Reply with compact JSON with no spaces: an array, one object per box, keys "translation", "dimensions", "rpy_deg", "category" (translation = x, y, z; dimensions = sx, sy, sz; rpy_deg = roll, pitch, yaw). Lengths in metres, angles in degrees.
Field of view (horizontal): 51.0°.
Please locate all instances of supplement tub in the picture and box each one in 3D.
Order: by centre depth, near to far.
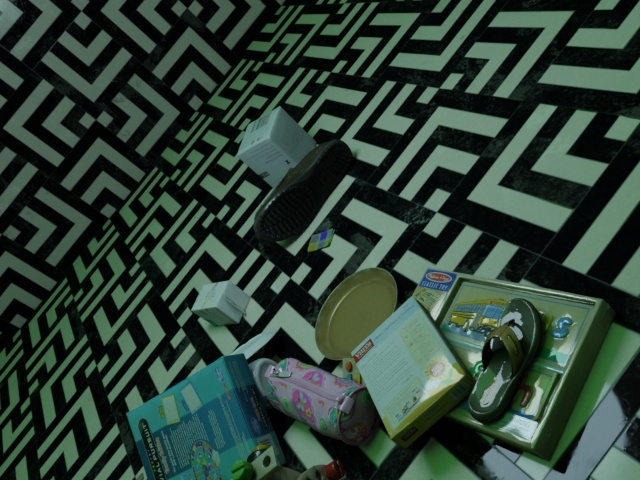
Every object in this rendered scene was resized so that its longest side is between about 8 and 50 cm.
[{"translation":[-0.178,0.357,1.557],"dimensions":[0.190,0.117,0.117],"rpy_deg":[-31,36,28],"category":"supplement tub"}]

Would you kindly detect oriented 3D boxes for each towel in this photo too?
[{"translation":[0.000,0.000,1.816],"dimensions":[0.083,0.009,0.060],"rpy_deg":[-16,44,43],"category":"towel"}]

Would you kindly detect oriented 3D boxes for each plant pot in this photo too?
[{"translation":[0.085,0.168,1.509],"dimensions":[0.236,0.032,0.236],"rpy_deg":[-32,36,27],"category":"plant pot"}]

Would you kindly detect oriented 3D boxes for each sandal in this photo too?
[{"translation":[0.292,0.187,1.096],"dimensions":[0.090,0.060,0.219],"rpy_deg":[10,64,55],"category":"sandal"}]

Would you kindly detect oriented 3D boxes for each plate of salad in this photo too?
[{"translation":[-0.185,0.291,1.664],"dimensions":[0.199,0.048,0.200],"rpy_deg":[-35,3,2],"category":"plate of salad"}]

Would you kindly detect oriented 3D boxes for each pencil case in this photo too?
[{"translation":[-0.003,0.322,1.372],"dimensions":[0.284,0.124,0.124],"rpy_deg":[8,63,54],"category":"pencil case"}]

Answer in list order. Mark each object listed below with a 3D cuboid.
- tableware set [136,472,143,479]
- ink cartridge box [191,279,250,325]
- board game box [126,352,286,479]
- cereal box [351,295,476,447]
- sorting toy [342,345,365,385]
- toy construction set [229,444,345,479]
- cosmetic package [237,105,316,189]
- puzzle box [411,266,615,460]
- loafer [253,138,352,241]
[{"translation":[-0.446,0.613,1.698],"dimensions":[0.194,0.039,0.128],"rpy_deg":[-49,31,1],"category":"tableware set"},{"translation":[-0.275,0.178,1.897],"dimensions":[0.143,0.092,0.090],"rpy_deg":[-12,47,44],"category":"ink cartridge box"},{"translation":[-0.263,0.436,1.491],"dimensions":[0.336,0.079,0.254],"rpy_deg":[-33,71,28],"category":"board game box"},{"translation":[0.162,0.232,1.227],"dimensions":[0.173,0.047,0.240],"rpy_deg":[-44,31,11],"category":"cereal box"},{"translation":[0.068,0.262,1.406],"dimensions":[0.062,0.012,0.083],"rpy_deg":[-9,79,40],"category":"sorting toy"},{"translation":[-0.026,0.462,1.136],"dimensions":[0.308,0.237,0.258],"rpy_deg":[-21,41,38],"category":"toy construction set"},{"translation":[-0.136,-0.290,2.130],"dimensions":[0.151,0.183,0.152],"rpy_deg":[-22,40,37],"category":"cosmetic package"},{"translation":[0.286,0.195,1.206],"dimensions":[0.408,0.052,0.272],"rpy_deg":[8,62,55],"category":"puzzle box"},{"translation":[-0.057,-0.142,1.946],"dimensions":[0.366,0.134,0.130],"rpy_deg":[-45,26,-11],"category":"loafer"}]
